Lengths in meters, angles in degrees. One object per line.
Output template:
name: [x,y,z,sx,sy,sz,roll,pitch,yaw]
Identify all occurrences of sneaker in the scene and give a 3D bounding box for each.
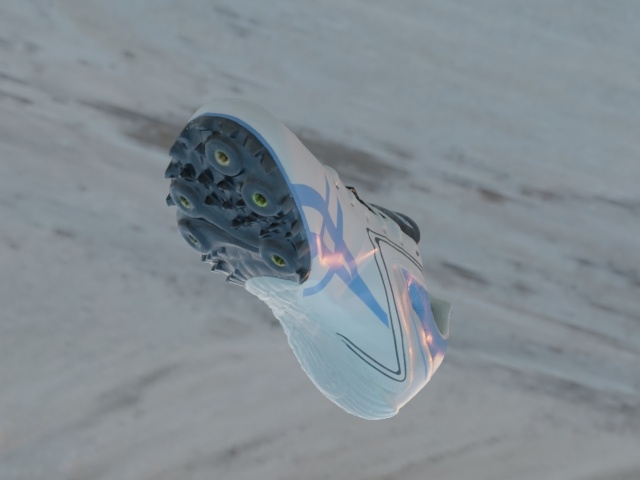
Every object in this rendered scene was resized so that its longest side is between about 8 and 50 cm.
sneaker: [0.000,0.000,0.821,0.085,0.086,0.237,20,158,32]
